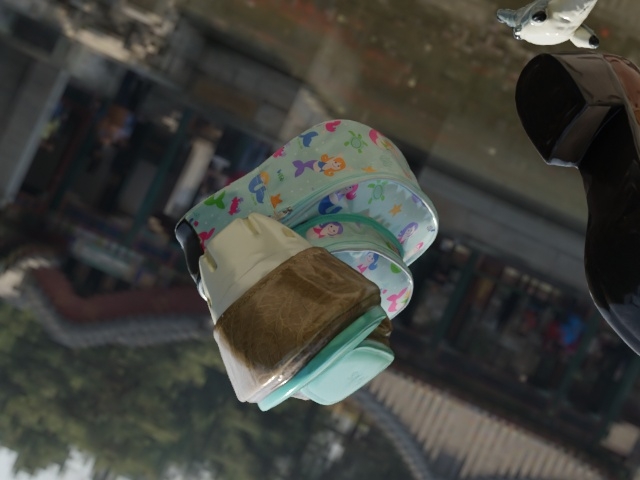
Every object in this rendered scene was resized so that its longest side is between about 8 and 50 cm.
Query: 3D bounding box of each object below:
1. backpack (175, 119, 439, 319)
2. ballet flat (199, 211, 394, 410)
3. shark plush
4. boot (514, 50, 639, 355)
[{"bbox_3d":[0.000,0.000,1.712,0.225,0.253,0.191,38,-165,-49],"label":"backpack"},{"bbox_3d":[-0.019,0.044,1.058,0.124,0.116,0.342,52,-176,9],"label":"ballet flat"},{"bbox_3d":[0.223,-0.220,1.504,0.073,0.067,0.161,19,174,-11],"label":"shark plush"},{"bbox_3d":[0.299,-0.024,1.129,0.281,0.096,0.264,0,-133,-34],"label":"boot"}]
